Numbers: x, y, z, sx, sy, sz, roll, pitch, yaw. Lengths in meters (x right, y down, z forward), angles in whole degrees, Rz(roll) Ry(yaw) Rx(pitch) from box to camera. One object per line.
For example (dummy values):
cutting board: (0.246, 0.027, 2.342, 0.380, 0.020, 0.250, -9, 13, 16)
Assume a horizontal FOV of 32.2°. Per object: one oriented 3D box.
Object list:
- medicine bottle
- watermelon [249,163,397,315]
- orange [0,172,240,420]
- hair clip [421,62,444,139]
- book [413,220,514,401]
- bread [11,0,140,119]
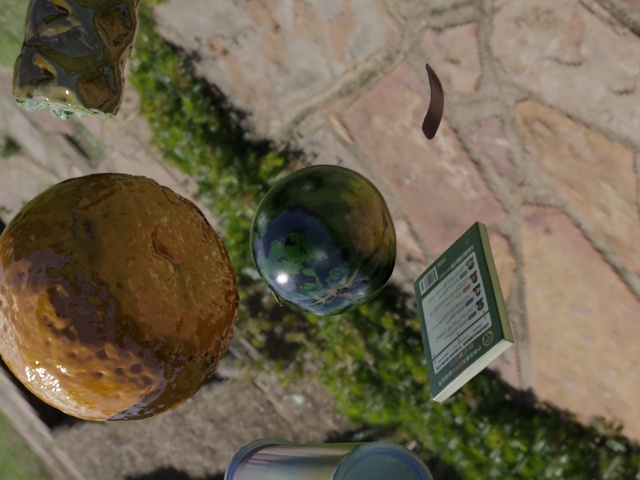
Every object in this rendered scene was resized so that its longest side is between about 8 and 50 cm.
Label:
medicine bottle: (-0.003, 0.244, 1.066, 0.108, 0.108, 0.426, 45, 163, -4)
watermelon: (0.004, -0.003, 1.902, 0.269, 0.269, 0.269, 33, 153, 19)
orange: (-0.285, 0.079, 1.484, 0.293, 0.340, 0.340, -28, 110, 32)
hair clip: (0.189, -0.236, 1.873, 0.022, 0.137, 0.054, -8, 150, 28)
book: (0.245, 0.124, 1.957, 0.027, 0.264, 0.202, 20, 132, -27)
bread: (-0.426, -0.342, 1.935, 0.196, 0.252, 0.238, 9, 174, -17)
